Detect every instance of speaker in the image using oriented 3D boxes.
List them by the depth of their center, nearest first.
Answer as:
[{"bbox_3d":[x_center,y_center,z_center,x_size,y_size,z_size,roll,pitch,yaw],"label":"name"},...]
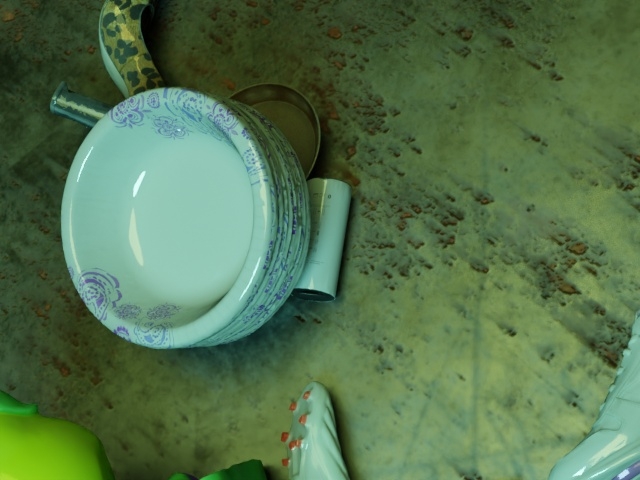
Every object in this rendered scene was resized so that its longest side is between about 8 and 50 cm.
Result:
[{"bbox_3d":[0.000,0.000,1.332,0.055,0.055,0.136,2,71,19],"label":"speaker"}]

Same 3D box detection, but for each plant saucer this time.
[{"bbox_3d":[-0.072,-0.107,1.402,0.169,0.029,0.168,-8,69,22],"label":"plant saucer"}]

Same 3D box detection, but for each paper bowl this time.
[{"bbox_3d":[-0.139,-0.022,1.309,0.284,0.148,0.284,-2,86,29],"label":"paper bowl"}]

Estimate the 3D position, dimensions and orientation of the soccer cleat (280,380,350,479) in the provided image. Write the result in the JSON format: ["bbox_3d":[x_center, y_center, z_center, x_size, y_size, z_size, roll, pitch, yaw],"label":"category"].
[{"bbox_3d":[0.001,0.245,1.242,0.076,0.068,0.196,16,55,-20],"label":"soccer cleat"}]

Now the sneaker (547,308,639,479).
[{"bbox_3d":[0.335,0.150,1.152,0.305,0.114,0.152,-37,50,-2],"label":"sneaker"}]

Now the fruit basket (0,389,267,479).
[{"bbox_3d":[-0.241,0.309,1.166,0.392,0.283,0.391,-1,82,9],"label":"fruit basket"}]

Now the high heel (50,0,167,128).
[{"bbox_3d":[-0.200,-0.229,1.485,0.186,0.093,0.261,23,69,6],"label":"high heel"}]
